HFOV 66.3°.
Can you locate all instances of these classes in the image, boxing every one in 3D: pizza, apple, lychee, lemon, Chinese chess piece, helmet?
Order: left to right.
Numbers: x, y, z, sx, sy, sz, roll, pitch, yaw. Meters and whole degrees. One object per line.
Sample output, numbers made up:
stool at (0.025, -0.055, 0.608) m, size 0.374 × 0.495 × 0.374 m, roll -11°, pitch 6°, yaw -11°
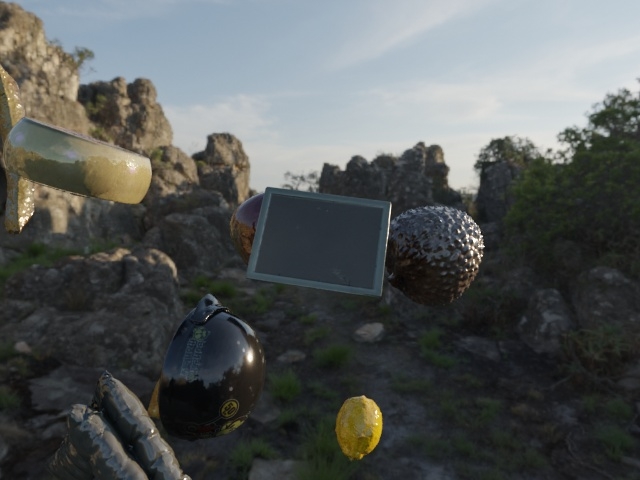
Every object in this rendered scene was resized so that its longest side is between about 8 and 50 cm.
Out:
Chinese chess piece at (-0.444, -0.146, 0.913) m, size 0.250 × 0.097 × 0.251 m, roll 19°, pitch 5°, yaw -2°
pizza at (-0.530, 0.540, 1.716) m, size 0.134 × 0.271 × 0.056 m, roll 36°, pitch 19°, yaw 26°
helmet at (-0.186, 0.249, 0.948) m, size 0.160 × 0.279 × 0.231 m, roll 8°, pitch -32°, yaw 16°
apple at (-0.156, -0.011, 1.640) m, size 0.235 × 0.306 × 0.305 m, roll -36°, pitch -19°, yaw 35°
lemon at (0.092, 0.451, 1.182) m, size 0.114 × 0.155 × 0.114 m, roll 8°, pitch -38°, yaw 6°
lychee at (0.305, 0.035, 1.364) m, size 0.299 × 0.300 × 0.300 m, roll 0°, pitch 5°, yaw 0°

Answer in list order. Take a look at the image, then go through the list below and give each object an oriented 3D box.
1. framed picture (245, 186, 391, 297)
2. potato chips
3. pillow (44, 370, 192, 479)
framed picture at (0.000, 0.000, 1.088) m, size 0.296 × 0.232 × 0.019 m, roll 9°, pitch -23°, yaw 5°
potato chips at (-0.704, -0.202, 1.125) m, size 0.057 × 0.407 × 0.080 m, roll -16°, pitch -11°, yaw 14°
pillow at (-0.224, 0.352, 0.624) m, size 0.101 × 0.326 × 0.228 m, roll -30°, pitch -15°, yaw -43°
